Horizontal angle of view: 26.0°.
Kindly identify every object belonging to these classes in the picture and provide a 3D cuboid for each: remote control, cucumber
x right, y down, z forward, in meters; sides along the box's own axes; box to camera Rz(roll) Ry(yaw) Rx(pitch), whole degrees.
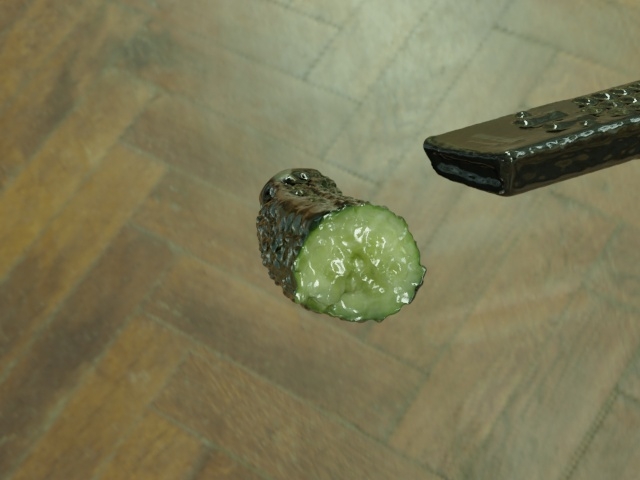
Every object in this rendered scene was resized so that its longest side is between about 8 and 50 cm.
[{"bbox_3d":[0.158,-0.060,0.616,0.245,0.025,0.063,-16,22,-28],"label":"remote control"},{"bbox_3d":[-0.001,0.000,0.635,0.058,0.187,0.058,-1,97,-8],"label":"cucumber"}]
